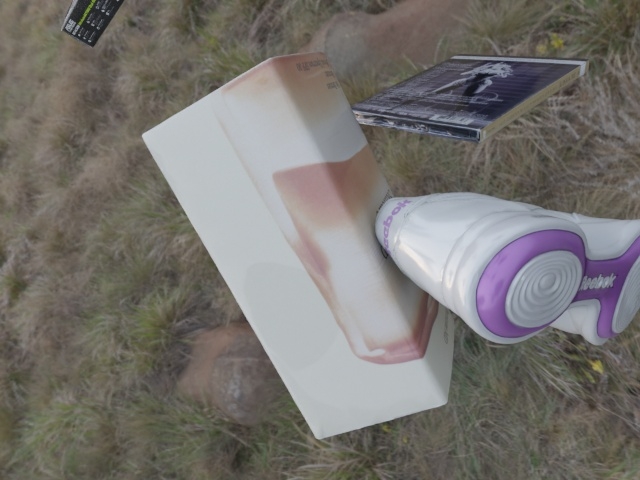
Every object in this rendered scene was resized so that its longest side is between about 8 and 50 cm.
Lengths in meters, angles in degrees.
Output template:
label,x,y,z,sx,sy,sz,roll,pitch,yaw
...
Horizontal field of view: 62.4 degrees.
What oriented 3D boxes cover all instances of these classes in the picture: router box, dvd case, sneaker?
label,x,y,z,sx,sy,sz,roll,pitch,yaw
router box,-0.226,-0.279,0.561,0.122,0.038,0.092,-24,50,44
dvd case,0.158,-0.161,0.569,0.221,0.018,0.164,-34,37,-33
sneaker,0.176,0.010,0.447,0.152,0.305,0.114,31,105,47

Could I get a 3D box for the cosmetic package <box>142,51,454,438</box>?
label,x,y,z,sx,sy,sz,roll,pitch,yaw
cosmetic package,0.000,0.000,0.470,0.129,0.296,0.153,-23,14,22
